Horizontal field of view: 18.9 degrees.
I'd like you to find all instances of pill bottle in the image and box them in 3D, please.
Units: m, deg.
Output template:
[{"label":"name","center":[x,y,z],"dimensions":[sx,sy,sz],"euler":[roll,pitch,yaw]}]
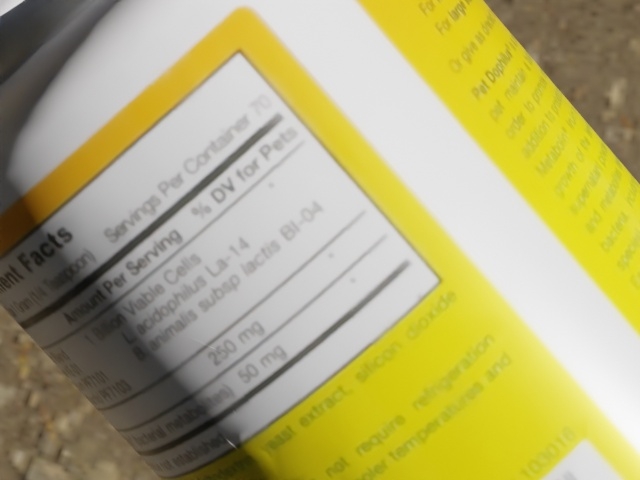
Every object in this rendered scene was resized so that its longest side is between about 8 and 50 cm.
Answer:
[{"label":"pill bottle","center":[0.000,0.000,0.404],"dimensions":[0.215,0.117,0.117],"euler":[49,60,-8]}]
